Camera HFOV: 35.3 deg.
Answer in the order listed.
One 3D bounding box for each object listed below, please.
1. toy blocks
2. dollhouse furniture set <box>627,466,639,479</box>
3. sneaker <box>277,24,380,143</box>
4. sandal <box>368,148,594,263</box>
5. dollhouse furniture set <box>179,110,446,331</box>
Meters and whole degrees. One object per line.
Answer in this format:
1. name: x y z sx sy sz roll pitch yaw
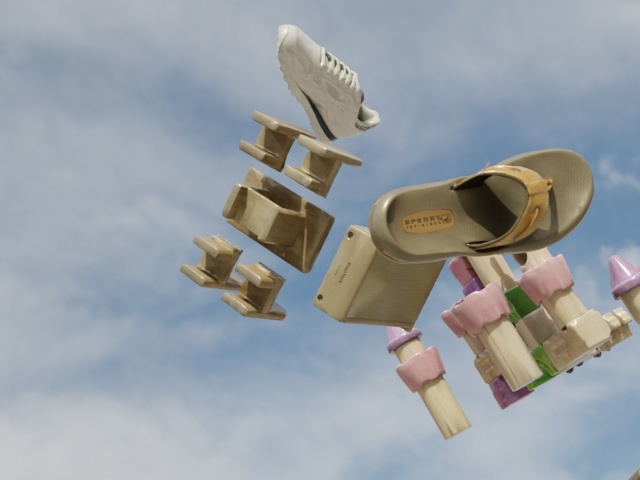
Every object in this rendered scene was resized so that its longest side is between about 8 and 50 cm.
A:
1. toy blocks: 0.251 0.065 1.348 0.309 0.260 0.288 -22 -18 -25
2. dollhouse furniture set: 0.490 0.381 1.323 0.286 0.198 0.303 -53 -21 15
3. sneaker: 0.009 -0.244 1.523 0.094 0.090 0.235 -9 -35 24
4. sandal: 0.121 -0.025 0.709 0.180 0.072 0.049 -12 -13 -20
5. dollhouse furniture set: 0.000 0.000 1.181 0.161 0.242 0.212 11 -73 -55
